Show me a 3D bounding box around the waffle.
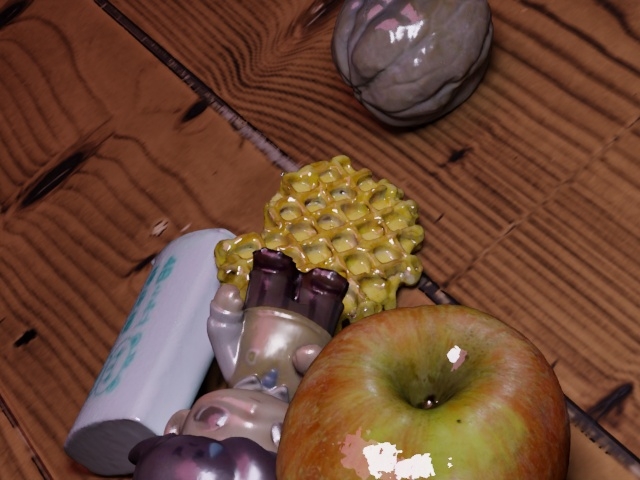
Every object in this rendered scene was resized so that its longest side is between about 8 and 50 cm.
[{"bbox_3d":[0.000,0.001,1.979,0.249,0.056,0.253,7,53,0],"label":"waffle"}]

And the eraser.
[{"bbox_3d":[-0.190,0.133,2.005,0.189,0.104,0.290,-23,35,48],"label":"eraser"}]

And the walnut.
[{"bbox_3d":[0.122,-0.259,2.129,0.224,0.224,0.224,-20,41,19],"label":"walnut"}]

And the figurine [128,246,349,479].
[{"bbox_3d":[-0.060,0.189,1.747,0.365,0.218,0.206,-70,16,-12],"label":"figurine"}]

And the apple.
[{"bbox_3d":[0.097,0.222,1.602,0.277,0.250,0.309,31,52,33],"label":"apple"}]
